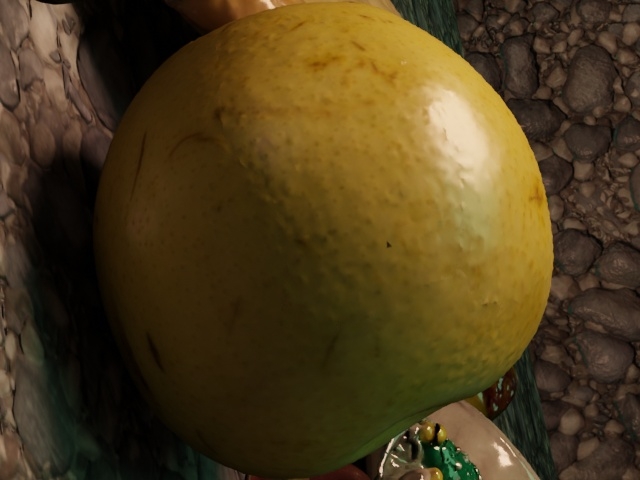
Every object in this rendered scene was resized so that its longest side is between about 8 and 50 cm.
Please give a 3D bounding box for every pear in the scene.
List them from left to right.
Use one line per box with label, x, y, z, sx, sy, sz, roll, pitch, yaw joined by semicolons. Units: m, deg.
pear;0.000;0.000;1.222;0.348;0.348;0.348;-14;90;-77

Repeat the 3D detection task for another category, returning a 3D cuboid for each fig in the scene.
fig;0.167;0.182;2.207;0.165;0.154;0.144;48;20;21

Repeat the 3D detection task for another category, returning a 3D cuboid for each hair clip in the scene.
hair clip;0.057;0.267;1.327;0.138;0.091;0.321;56;48;-24

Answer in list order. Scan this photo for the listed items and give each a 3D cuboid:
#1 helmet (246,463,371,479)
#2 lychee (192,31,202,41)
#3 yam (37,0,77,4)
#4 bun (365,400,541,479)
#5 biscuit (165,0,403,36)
helmet;0.007;0.264;1.476;0.155;0.106;0.175;60;24;-49
lychee;-0.076;-0.180;1.606;0.101;0.114;0.140;117;-18;-74
yam;-0.207;-0.256;1.059;0.254;0.154;0.154;33;44;-69
bun;0.125;0.304;1.807;0.263;0.175;0.263;43;-23;24
biscuit;-0.054;-0.266;1.499;0.446;0.104;0.429;23;33;-57
